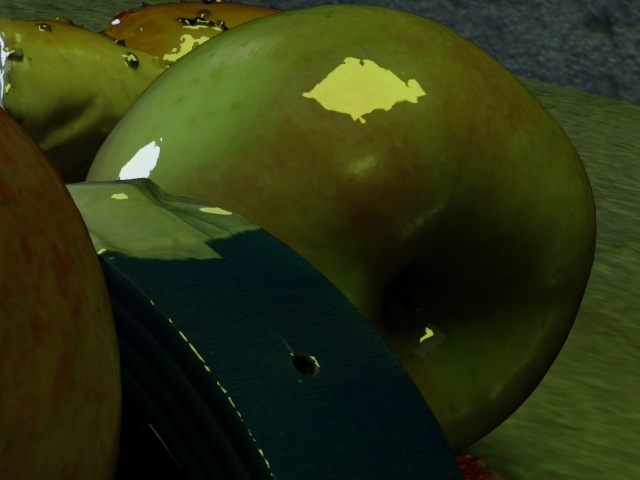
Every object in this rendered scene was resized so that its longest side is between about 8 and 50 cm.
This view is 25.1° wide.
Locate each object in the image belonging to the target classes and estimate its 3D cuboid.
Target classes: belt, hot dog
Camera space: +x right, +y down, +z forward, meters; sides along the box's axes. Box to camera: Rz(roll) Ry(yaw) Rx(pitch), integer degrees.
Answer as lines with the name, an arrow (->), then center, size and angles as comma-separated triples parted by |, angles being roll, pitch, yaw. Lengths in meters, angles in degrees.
belt -> -0.075, 0.103, 0.705 | 0.117, 0.212, 0.347 | -9, 37, -42
hot dog -> -0.166, -0.088, 1.201 | 0.365, 0.196, 0.367 | 0, -11, -35

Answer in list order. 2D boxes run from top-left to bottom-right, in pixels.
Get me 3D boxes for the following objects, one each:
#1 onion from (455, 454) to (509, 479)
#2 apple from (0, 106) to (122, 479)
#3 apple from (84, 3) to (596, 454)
onion -> 0.073, 0.190, 0.711 | 0.140, 0.150, 0.150 | -34, 26, -5
apple -> -0.232, 0.087, 0.536 | 0.345, 0.344, 0.269 | -7, 53, -41
apple -> 0.000, 0.000, 0.937 | 0.319, 0.319, 0.277 | -1, 20, -27
